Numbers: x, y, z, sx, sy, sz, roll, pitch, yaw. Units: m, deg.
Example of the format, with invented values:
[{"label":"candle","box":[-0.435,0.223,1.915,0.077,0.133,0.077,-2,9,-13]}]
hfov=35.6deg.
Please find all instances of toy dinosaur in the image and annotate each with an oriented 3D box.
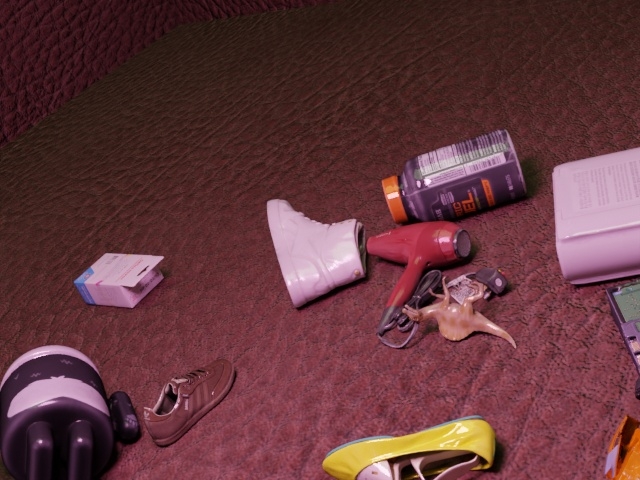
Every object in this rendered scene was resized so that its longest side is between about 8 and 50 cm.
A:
[{"label":"toy dinosaur","box":[0.221,0.109,1.510,0.183,0.053,0.092,13,81,23]}]

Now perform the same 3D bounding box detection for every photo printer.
[{"label":"photo printer","box":[0.520,-0.056,1.539,0.308,0.107,0.256,-12,29,18]}]

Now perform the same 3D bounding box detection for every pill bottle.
[{"label":"pill bottle","box":[0.238,-0.106,1.810,0.246,0.130,0.130,-18,28,9]}]

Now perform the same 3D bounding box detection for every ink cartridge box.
[{"label":"ink cartridge box","box":[-0.395,0.081,2.011,0.181,0.061,0.104,2,36,39]}]

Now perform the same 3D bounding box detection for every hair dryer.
[{"label":"hair dryer","box":[0.154,0.046,1.656,0.224,0.080,0.293,-26,28,-7]}]

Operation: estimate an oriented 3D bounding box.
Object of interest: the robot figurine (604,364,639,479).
[{"label":"robot figurine","box":[0.417,0.223,1.085,0.211,0.085,0.291,34,51,14]}]

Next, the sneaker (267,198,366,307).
[{"label":"sneaker","box":[0.000,0.000,1.835,0.169,0.108,0.292,-21,37,0]}]

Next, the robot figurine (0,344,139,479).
[{"label":"robot figurine","box":[-0.415,0.281,1.560,0.173,0.209,0.278,-45,29,3]}]

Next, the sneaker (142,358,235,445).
[{"label":"sneaker","box":[-0.206,0.240,1.582,0.066,0.071,0.188,2,36,38]}]

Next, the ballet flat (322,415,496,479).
[{"label":"ballet flat","box":[0.114,0.285,1.275,0.231,0.077,0.077,-15,45,9]}]

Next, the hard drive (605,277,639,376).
[{"label":"hard drive","box":[0.565,0.098,1.281,0.339,0.064,0.237,-17,28,9]}]
